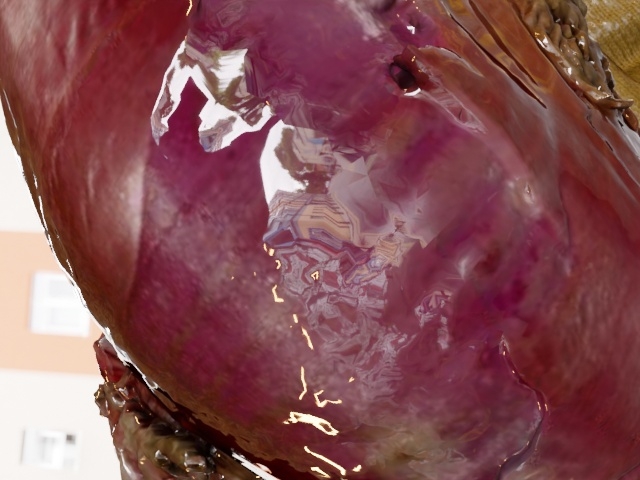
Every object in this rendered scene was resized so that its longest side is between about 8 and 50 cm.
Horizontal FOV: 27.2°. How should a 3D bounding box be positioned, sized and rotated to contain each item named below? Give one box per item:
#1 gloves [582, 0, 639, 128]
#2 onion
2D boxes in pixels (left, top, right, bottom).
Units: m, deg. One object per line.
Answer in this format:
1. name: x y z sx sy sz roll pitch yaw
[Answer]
1. gloves: 0.252 -0.122 1.113 0.203 0.356 0.155 -30 -7 -41
2. onion: 0.000 0.000 0.547 0.285 0.347 0.347 -49 -2 12
